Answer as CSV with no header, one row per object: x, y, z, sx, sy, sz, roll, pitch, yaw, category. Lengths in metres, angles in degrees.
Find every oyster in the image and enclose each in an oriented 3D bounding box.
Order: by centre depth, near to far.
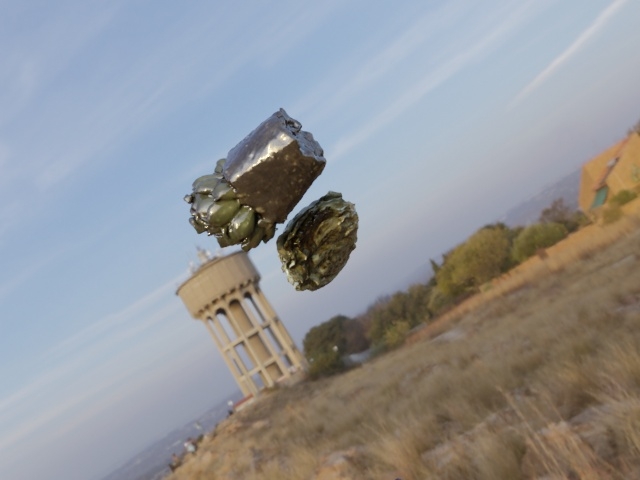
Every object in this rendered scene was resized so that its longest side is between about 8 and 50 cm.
0.000,0.000,0.708,0.125,0.064,0.177,-45,-22,-7,oyster

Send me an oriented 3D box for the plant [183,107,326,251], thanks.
-0.063,-0.054,0.586,0.143,0.092,0.094,-44,32,17,plant

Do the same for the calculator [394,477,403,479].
0.118,0.450,1.019,0.141,0.094,0.019,-1,-16,1,calculator
